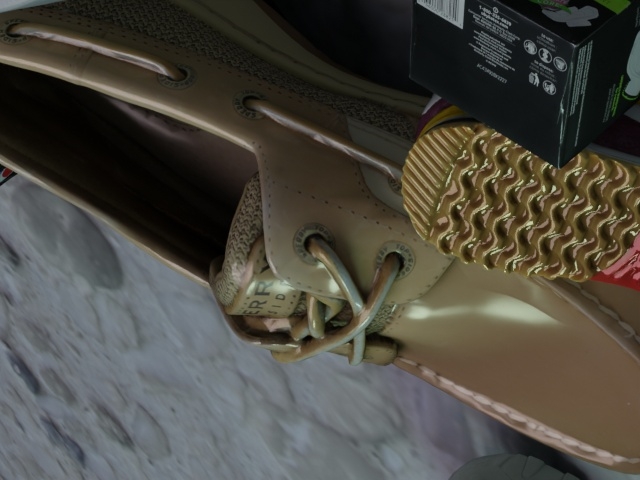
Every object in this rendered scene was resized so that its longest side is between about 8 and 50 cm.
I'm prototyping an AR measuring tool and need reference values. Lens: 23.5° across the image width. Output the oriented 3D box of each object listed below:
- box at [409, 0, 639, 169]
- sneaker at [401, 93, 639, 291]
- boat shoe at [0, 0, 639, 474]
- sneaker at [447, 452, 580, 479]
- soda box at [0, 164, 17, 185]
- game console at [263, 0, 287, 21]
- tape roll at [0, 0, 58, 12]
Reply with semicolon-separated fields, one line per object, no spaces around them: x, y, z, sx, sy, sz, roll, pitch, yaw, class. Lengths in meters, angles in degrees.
0.076;-0.075;0.467;0.062;0.083;0.052;36;148;27;box
0.122;-0.015;0.506;0.186;0.084;0.069;21;126;4;sneaker
0.000;0.000;0.595;0.341;0.110;0.121;30;137;11;boat shoe
0.139;0.201;0.727;0.235;0.090;0.095;47;163;9;sneaker
-0.250;-0.104;0.956;0.169;0.053;0.060;50;154;2;soda box
-0.109;-0.154;0.696;0.361;0.044;0.213;54;154;-7;game console
-0.109;-0.187;0.511;0.219;0.072;0.219;9;108;30;tape roll
